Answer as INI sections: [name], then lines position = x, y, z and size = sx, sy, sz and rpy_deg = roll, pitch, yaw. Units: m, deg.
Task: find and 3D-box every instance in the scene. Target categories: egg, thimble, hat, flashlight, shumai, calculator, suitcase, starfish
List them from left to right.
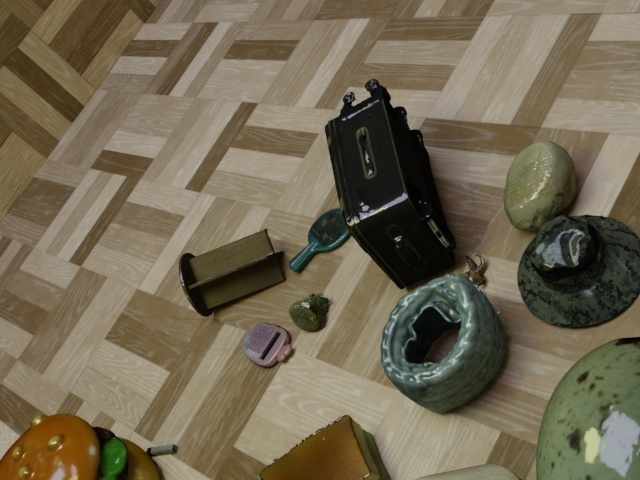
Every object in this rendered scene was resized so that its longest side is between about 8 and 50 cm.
[flashlight]
position = -0.368, 0.486, 2.038
size = 0.083, 0.018, 0.018
rpy_deg = -16, 50, 32
[calculator]
position = -0.122, 0.241, 2.030
size = 0.166, 0.024, 0.103
rpy_deg = 19, 70, 50
[shumai]
position = -0.021, 0.156, 1.996
size = 0.083, 0.082, 0.080
rpy_deg = 17, 27, 17
[suitcase]
position = 0.146, -0.119, 1.906
size = 0.194, 0.283, 0.434
rpy_deg = -27, 44, 16
[thimble]
position = 0.236, 0.193, 1.654
size = 0.205, 0.172, 0.250
rpy_deg = 20, 74, 43
[starfish]
position = 0.308, 0.071, 1.800
size = 0.091, 0.028, 0.078
rpy_deg = -56, 35, -8
[hat]
position = 0.460, 0.027, 1.631
size = 0.265, 0.128, 0.265
rpy_deg = -22, 48, 26
[egg]
position = 0.455, 0.319, 1.257
size = 0.287, 0.287, 0.379
rpy_deg = -9, 49, 36

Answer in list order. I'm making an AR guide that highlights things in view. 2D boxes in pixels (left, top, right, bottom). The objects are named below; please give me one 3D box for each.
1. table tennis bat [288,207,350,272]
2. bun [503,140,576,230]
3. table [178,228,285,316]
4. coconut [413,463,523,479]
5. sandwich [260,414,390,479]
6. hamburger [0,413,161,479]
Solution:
[table tennis bat]
position = 0.000, 0.000, 2.125
size = 0.201, 0.033, 0.124
rpy_deg = -45, 38, -6
[bun]
position = 0.445, -0.106, 1.776
size = 0.164, 0.111, 0.188
rpy_deg = -31, 37, 47
[table]
position = -0.209, 0.072, 2.162
size = 0.226, 0.167, 0.167
rpy_deg = -21, 45, 14
[coconut]
position = 0.216, 0.469, 1.349
size = 0.266, 0.237, 0.237
rpy_deg = -9, 31, -26
[sandwich]
position = 0.012, 0.466, 1.656
size = 0.220, 0.108, 0.186
rpy_deg = -34, 40, 10
[hamburger]
position = -0.557, 0.580, 1.909
size = 0.395, 0.277, 0.396
rpy_deg = -26, 45, 29
